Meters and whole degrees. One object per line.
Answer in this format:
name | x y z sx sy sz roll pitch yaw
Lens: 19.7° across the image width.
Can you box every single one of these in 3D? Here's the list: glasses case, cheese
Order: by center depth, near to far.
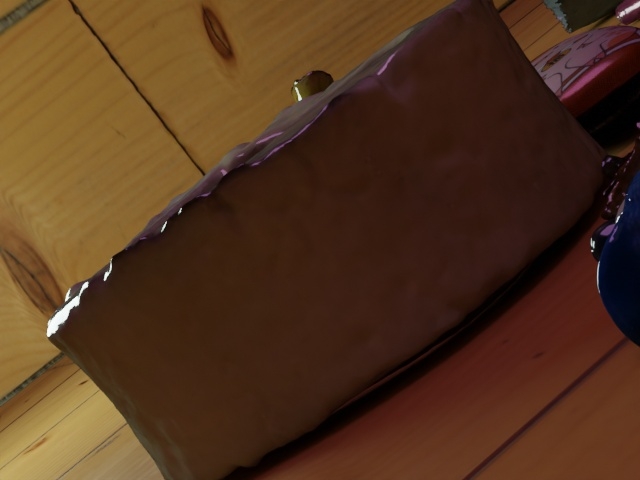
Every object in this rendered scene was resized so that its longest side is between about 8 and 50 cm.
cheese | 0.002 0.001 1.129 0.332 0.153 0.292 -33 7 28
glasses case | 0.180 -0.105 1.312 0.103 0.067 0.266 -36 6 -1

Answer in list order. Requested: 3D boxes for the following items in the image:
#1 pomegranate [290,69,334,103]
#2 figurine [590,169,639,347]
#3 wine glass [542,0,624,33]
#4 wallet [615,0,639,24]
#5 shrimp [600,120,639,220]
pomegranate | 0.018 -0.067 1.715 0.143 0.122 0.169 -29 48 27
figurine | 0.142 0.004 0.695 0.079 0.077 0.136 -18 -5 8
wine glass | 0.362 -0.360 1.992 0.321 0.143 0.143 -39 5 4
wallet | 0.383 -0.281 1.733 0.119 0.025 0.232 -41 6 -40
shrimp | 0.211 -0.070 0.947 0.184 0.043 0.091 -37 9 -6
